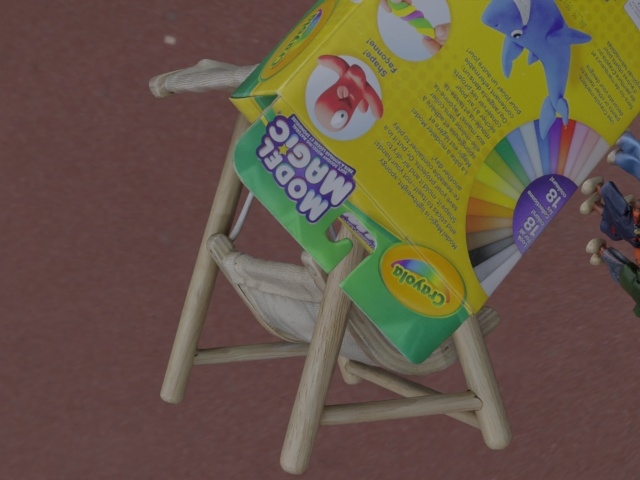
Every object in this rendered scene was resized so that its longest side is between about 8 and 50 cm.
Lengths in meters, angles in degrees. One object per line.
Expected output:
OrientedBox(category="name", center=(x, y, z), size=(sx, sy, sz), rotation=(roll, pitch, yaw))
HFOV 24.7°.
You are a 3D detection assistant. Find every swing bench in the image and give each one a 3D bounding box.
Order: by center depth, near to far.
OrientedBox(category="swing bench", center=(0.000, 0.000, 0.988), size=(0.165, 0.253, 0.254), rotation=(-4, 97, -22))

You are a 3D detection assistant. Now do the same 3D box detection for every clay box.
OrientedBox(category="clay box", center=(0.062, -0.071, 0.602), size=(0.222, 0.053, 0.127), rotation=(-48, 113, -15))

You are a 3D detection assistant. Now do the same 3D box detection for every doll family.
OrientedBox(category="doll family", center=(0.280, -0.007, 1.227), size=(0.076, 0.193, 0.111), rotation=(-33, 51, -6))
